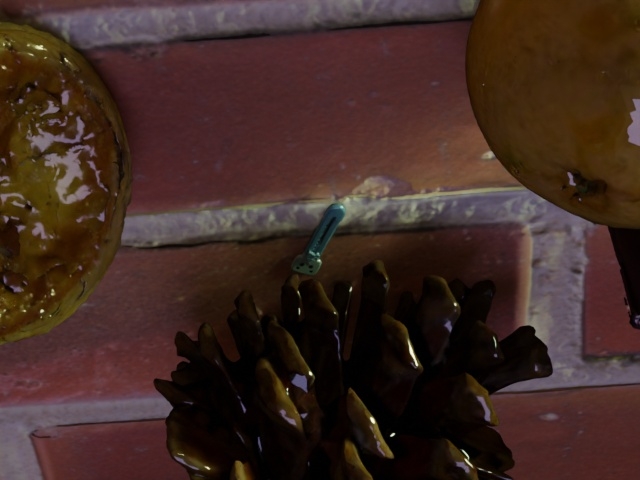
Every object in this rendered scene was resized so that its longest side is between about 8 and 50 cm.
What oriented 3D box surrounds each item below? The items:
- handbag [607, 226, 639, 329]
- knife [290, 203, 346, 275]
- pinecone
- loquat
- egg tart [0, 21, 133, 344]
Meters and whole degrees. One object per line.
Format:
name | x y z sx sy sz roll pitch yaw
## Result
handbag | 0.358 0.007 1.614 0.203 0.216 0.074 11 128 -11
knife | 0.000 0.000 1.735 0.027 0.010 0.096 15 132 -17
pinecone | 0.050 0.179 1.695 0.384 0.384 0.384 -1 135 -1
loquat | 0.244 -0.137 1.462 0.263 0.263 0.263 -1 135 -1
egg tart | -0.296 -0.047 1.558 0.290 0.115 0.290 -12 110 -35
